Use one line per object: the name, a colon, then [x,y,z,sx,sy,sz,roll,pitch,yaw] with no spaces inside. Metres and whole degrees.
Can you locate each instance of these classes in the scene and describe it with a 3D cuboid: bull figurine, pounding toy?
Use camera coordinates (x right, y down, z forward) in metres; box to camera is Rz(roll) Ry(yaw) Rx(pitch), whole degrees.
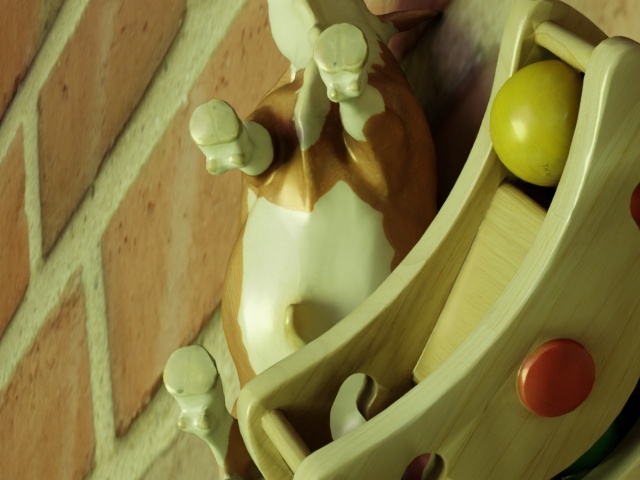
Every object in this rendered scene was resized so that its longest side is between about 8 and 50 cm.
bull figurine: [0.000,0.000,0.827,0.188,0.101,0.310,26,-119,-74]
pounding toy: [0.049,0.038,0.684,0.155,0.154,0.269,46,122,60]
